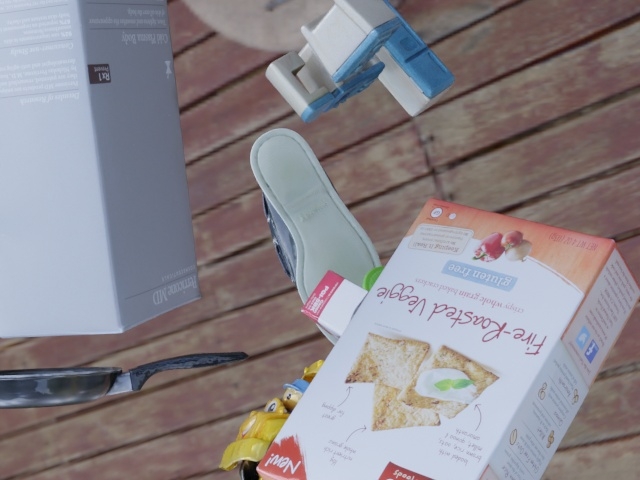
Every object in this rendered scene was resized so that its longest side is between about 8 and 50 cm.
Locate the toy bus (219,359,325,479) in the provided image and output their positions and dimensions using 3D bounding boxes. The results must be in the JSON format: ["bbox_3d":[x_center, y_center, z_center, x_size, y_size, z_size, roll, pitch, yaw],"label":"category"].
[{"bbox_3d":[0.023,0.203,1.481,0.149,0.220,0.211,145,144,-69],"label":"toy bus"}]

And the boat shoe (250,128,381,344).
[{"bbox_3d":[-0.004,0.001,1.923,0.127,0.113,0.340,-30,91,-2],"label":"boat shoe"}]

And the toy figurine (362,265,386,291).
[{"bbox_3d":[0.163,0.043,1.711,0.173,0.130,0.159,40,125,10],"label":"toy figurine"}]

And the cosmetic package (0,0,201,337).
[{"bbox_3d":[-0.159,-0.060,0.891,0.107,0.127,0.238,-6,98,21],"label":"cosmetic package"}]

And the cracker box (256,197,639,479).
[{"bbox_3d":[0.084,0.092,0.866,0.155,0.067,0.232,15,65,42],"label":"cracker box"}]

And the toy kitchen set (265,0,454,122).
[{"bbox_3d":[0.071,-0.194,1.345,0.122,0.207,0.166,50,136,4],"label":"toy kitchen set"}]

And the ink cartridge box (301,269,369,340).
[{"bbox_3d":[0.060,0.095,1.353,0.056,0.099,0.135,-55,39,-6],"label":"ink cartridge box"}]

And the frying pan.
[{"bbox_3d":[-0.267,0.158,1.513,0.197,0.326,0.053,-6,84,53],"label":"frying pan"}]
